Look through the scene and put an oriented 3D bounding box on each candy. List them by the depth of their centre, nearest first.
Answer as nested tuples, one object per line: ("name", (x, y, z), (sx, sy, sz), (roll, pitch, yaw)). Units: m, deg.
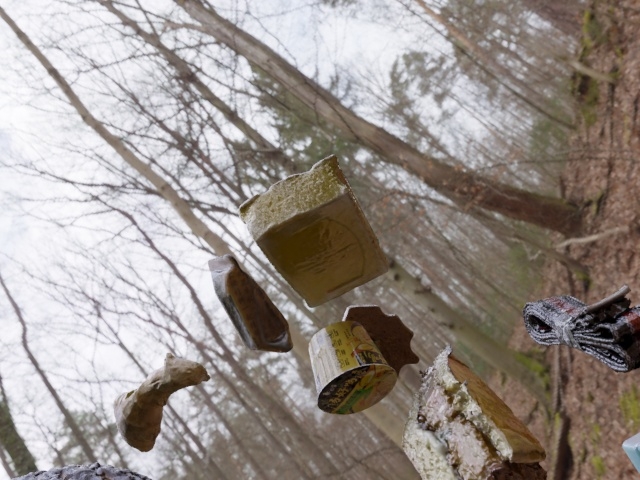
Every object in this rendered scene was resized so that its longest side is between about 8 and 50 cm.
("candy", (-0.173, 0.148, 1.408), (0.143, 0.271, 0.101), (-9, 26, 50))

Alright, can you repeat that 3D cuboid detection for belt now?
("belt", (0.485, 0.157, 1.116), (0.094, 0.126, 0.359), (-25, -2, -5))

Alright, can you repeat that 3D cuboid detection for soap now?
("soap", (0.000, 0.000, 1.112), (0.199, 0.091, 0.315), (-28, -32, 3))

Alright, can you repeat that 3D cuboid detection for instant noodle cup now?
("instant noodle cup", (0.050, 0.226, 1.101), (0.151, 0.122, 0.151), (-13, -41, -11))

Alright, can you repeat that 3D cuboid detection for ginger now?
("ginger", (-0.321, 0.320, 1.194), (0.294, 0.131, 0.086), (-41, -23, 32))

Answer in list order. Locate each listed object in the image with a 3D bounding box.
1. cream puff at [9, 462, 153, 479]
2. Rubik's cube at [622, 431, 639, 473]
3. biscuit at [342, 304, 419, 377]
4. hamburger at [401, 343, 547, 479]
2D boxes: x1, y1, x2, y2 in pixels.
("cream puff", (-0.188, 0.283, 0.449), (0.239, 0.165, 0.239), (-3, -81, -22))
("Rubik's cube", (0.782, 0.421, 1.022), (0.319, 0.316, 0.322), (-29, -14, -1))
("biscuit", (0.145, 0.262, 1.515), (0.034, 0.215, 0.182), (88, -156, -84))
("hamburger", (0.221, 0.289, 0.892), (0.155, 0.245, 0.282), (-56, -18, 10))
